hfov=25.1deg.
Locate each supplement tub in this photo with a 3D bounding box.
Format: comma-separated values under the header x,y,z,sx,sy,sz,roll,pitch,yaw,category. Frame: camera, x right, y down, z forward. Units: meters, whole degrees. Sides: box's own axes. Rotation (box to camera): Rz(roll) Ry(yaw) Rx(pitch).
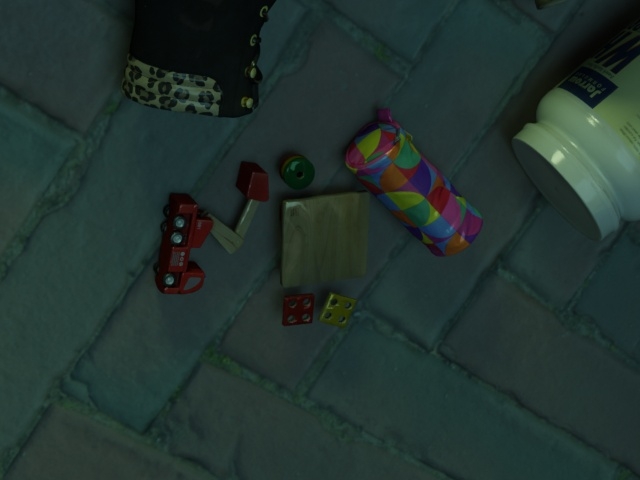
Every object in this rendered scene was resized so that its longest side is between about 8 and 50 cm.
x,y,z,sx,sy,sz,roll,pitch,yaw,category
0.465,-0.177,2.101,0.325,0.235,0.235,-40,122,-4,supplement tub

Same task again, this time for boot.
x,y,z,sx,sy,sz,roll,pitch,yaw,category
-0.077,-0.307,1.841,0.377,0.138,0.284,-2,121,-26,boot

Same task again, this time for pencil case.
x,y,z,sx,sy,sz,roll,pitch,yaw,category
0.137,-0.078,2.078,0.104,0.104,0.236,-44,123,-1,pencil case

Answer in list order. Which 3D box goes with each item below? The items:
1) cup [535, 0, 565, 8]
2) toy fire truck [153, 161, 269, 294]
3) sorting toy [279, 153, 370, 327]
x,y,z,sx,sy,sz,roll,pitch,yaw,category
0.405,-0.481,1.923,0.331,0.331,0.237,-22,94,-14,cup
-0.152,-0.015,2.004,0.135,0.047,0.192,2,112,-26,toy fire truck
0.000,0.000,2.080,0.132,0.046,0.275,-8,115,-21,sorting toy
